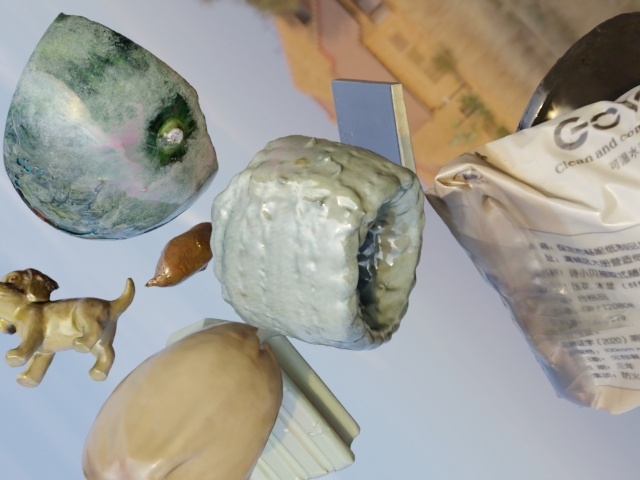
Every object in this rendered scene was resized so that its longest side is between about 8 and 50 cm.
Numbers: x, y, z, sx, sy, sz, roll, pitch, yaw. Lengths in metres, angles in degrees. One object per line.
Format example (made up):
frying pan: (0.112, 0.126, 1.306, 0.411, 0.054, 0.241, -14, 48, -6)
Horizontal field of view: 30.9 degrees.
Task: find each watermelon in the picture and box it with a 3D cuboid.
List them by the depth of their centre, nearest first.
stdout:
watermelon: (-0.238, -0.098, 1.388, 0.175, 0.188, 0.322, 6, 150, 37)

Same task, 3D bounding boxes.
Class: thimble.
thimble: (0.000, 0.000, 1.198, 0.171, 0.205, 0.250, 15, 156, 22)

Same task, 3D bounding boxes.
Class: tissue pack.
tissue pack: (0.344, 0.003, 1.164, 0.390, 0.375, 0.195, 54, -159, -34)

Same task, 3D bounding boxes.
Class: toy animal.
toy animal: (-0.400, 0.123, 1.713, 0.121, 0.233, 0.169, 66, -148, -54)

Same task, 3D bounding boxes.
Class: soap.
soap: (-0.089, 0.237, 1.716, 0.289, 0.172, 0.095, 52, -152, -25)

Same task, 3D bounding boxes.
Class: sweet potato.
sweet potato: (-0.182, 0.009, 1.718, 0.068, 0.068, 0.226, 46, -144, -2)

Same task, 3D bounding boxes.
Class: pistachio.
pistachio: (-0.165, 0.235, 1.493, 0.207, 0.332, 0.226, 35, 152, 5)

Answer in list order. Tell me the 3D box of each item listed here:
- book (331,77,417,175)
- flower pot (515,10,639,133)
book: (0.082, -0.150, 1.764, 0.269, 0.025, 0.191, -154, 52, -70)
flower pot: (0.463, -0.099, 1.558, 0.251, 0.379, 0.379, 33, 176, 41)
